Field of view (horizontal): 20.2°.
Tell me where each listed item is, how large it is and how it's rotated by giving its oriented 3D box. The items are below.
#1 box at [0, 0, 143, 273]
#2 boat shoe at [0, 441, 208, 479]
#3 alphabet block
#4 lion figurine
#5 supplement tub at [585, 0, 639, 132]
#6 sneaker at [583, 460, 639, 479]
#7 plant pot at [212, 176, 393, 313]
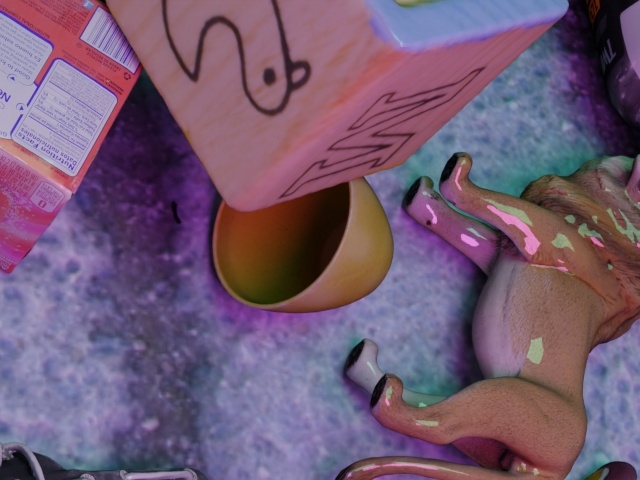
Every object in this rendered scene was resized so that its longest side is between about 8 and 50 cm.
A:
[{"bbox_3d":[-0.287,-0.131,1.224,0.300,0.142,0.154,31,54,-12],"label":"box"},{"bbox_3d":[-0.193,0.180,1.141,0.306,0.113,0.105,3,58,-32],"label":"boat shoe"},{"bbox_3d":[0.010,-0.160,1.209,0.193,0.197,0.192,-16,70,-45],"label":"alphabet block"},{"bbox_3d":[0.164,0.075,1.391,0.240,0.142,0.392,30,61,-12],"label":"lion figurine"},{"bbox_3d":[0.336,-0.233,1.593,0.207,0.207,0.338,4,64,-28],"label":"supplement tub"},{"bbox_3d":[0.173,0.210,1.361,0.084,0.069,0.185,49,51,0],"label":"sneaker"},{"bbox_3d":[0.000,0.000,1.345,0.095,0.134,0.134,26,52,-45],"label":"plant pot"}]
